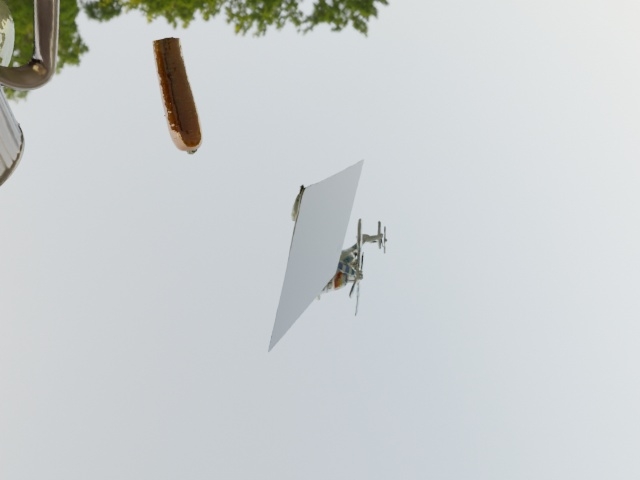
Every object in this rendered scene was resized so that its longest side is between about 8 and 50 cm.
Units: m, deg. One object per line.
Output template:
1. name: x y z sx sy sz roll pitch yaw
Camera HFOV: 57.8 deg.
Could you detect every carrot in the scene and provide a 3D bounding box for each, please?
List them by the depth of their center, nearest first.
1. carrot: -0.280 -0.279 1.138 0.067 0.067 0.225 -20 -76 -41

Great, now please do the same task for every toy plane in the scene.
1. toy plane: 0.044 0.023 1.048 0.107 0.182 0.273 6 -140 19

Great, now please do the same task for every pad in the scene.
1. pad: 0.001 0.000 0.626 0.009 0.160 0.265 16 -163 12

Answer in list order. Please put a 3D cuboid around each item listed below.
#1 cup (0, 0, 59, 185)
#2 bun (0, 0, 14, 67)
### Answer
1. cup: -0.391 -0.166 0.526 0.288 0.273 0.208 -5 -130 -11
2. bun: -0.603 -0.283 0.904 0.259 0.160 0.259 -1 -115 2
